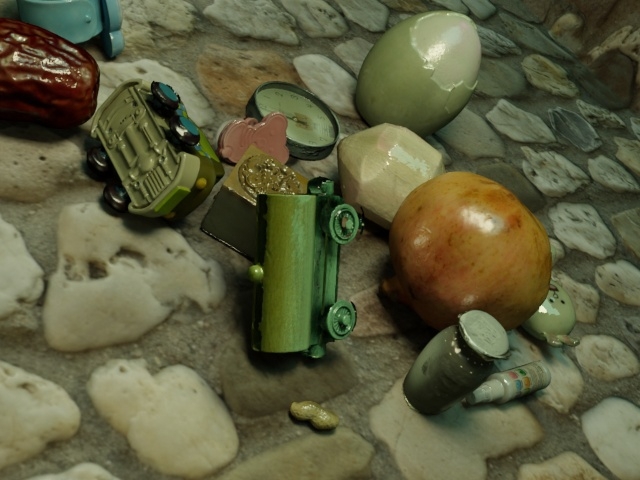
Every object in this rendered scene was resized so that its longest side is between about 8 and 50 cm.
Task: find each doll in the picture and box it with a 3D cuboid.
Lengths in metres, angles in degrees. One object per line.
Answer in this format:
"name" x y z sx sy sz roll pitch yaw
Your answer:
"doll" 0.483 0.127 1.576 0.154 0.113 0.275 7 53 -18

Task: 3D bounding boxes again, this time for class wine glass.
"wine glass" 0.228 0.211 1.225 0.111 0.204 0.111 18 43 -17

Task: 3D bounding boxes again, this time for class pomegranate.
"pomegranate" 0.264 0.041 1.358 0.338 0.338 0.338 20 41 -18

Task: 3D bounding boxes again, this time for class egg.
"egg" 0.253 -0.416 1.785 0.278 0.336 0.278 24 42 -23

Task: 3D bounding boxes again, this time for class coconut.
"coconut" 0.140 -0.144 1.521 0.233 0.224 0.224 34 39 3

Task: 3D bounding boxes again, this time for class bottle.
"bottle" 0.354 0.275 1.364 0.217 0.060 0.060 -5 53 -40

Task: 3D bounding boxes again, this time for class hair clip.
"hair clip" -0.136 -0.202 1.468 0.102 0.123 0.138 17 27 24

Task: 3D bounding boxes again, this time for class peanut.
"peanut" -0.008 0.273 1.129 0.083 0.037 0.037 22 40 -8

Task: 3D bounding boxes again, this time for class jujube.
"jujube" -0.505 -0.285 1.225 0.243 0.183 0.183 9 44 -11

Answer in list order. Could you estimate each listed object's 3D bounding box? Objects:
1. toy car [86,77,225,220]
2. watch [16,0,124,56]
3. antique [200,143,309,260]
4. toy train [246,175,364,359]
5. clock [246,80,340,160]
"toy car" -0.272 -0.150 1.282 0.248 0.204 0.198 57 21 23
"watch" -0.506 -0.469 1.439 0.193 0.211 0.211 -18 61 -24
"antique" -0.114 -0.068 1.312 0.146 0.148 0.152 32 41 -7
"toy train" -0.027 0.048 1.171 0.126 0.308 0.189 6 5 37
"clock" -0.059 -0.277 1.641 0.225 0.049 0.226 21 41 -19
